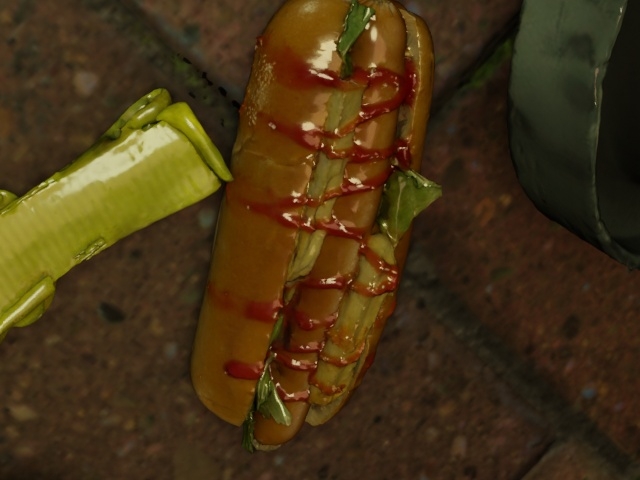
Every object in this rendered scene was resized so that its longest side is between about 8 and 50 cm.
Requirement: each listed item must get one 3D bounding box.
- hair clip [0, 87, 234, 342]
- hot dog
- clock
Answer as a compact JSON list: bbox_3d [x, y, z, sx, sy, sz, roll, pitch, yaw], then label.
[{"bbox_3d":[-0.128,-0.006,0.701,0.173,0.046,0.072,-37,117,-6],"label":"hair clip"},{"bbox_3d":[0.000,0.000,0.753,0.104,0.076,0.250,3,113,-29],"label":"hot dog"},{"bbox_3d":[0.193,-0.120,0.735,0.280,0.055,0.280,-33,138,-35],"label":"clock"}]
